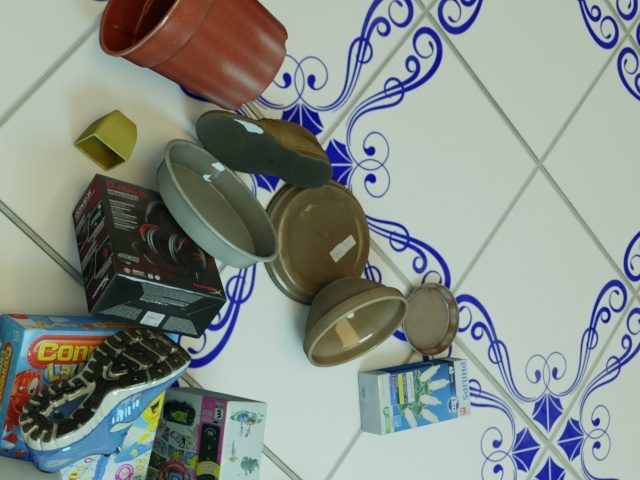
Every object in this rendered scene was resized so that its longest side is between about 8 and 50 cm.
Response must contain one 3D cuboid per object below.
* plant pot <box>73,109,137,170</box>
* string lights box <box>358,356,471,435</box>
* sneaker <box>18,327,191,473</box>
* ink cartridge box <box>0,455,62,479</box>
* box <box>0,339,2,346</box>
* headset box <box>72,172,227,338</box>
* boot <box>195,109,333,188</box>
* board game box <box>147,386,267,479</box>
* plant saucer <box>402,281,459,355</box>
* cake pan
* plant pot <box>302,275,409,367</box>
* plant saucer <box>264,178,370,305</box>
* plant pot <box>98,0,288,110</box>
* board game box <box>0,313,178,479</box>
[{"bbox_3d":[-0.384,-0.191,1.827,0.081,0.082,0.083,41,56,-27],"label":"plant pot"},{"bbox_3d":[0.212,0.343,2.222,0.260,0.077,0.133,-5,91,-34],"label":"string lights box"},{"bbox_3d":[-0.353,0.265,1.647,0.330,0.130,0.147,-31,148,-39],"label":"sneaker"},{"bbox_3d":[-0.599,0.524,1.530,0.286,0.166,0.394,21,106,-31],"label":"ink cartridge box"},{"bbox_3d":[-0.667,0.108,1.531,0.262,0.127,0.231,-17,100,3],"label":"box"},{"bbox_3d":[-0.311,0.017,1.775,0.218,0.293,0.110,17,124,-34],"label":"headset box"},{"bbox_3d":[-0.118,-0.202,1.999,0.305,0.112,0.115,20,40,-31],"label":"boot"},{"bbox_3d":[-0.219,0.434,1.840,0.098,0.224,0.303,9,84,-43],"label":"board game box"},{"bbox_3d":[0.246,0.179,2.276,0.169,0.029,0.168,0,91,-33],"label":"plant saucer"},{"bbox_3d":[-0.197,-0.063,1.863,0.054,0.293,0.293,-40,118,18],"label":"cake pan"},{"bbox_3d":[0.056,0.152,2.069,0.237,0.237,0.109,-13,56,-33],"label":"plant pot"},{"bbox_3d":[0.000,0.000,2.105,0.278,0.041,0.277,1,89,-35],"label":"plant saucer"},{"bbox_3d":[-0.219,-0.391,1.843,0.265,0.272,0.272,31,73,-38],"label":"plant pot"},{"bbox_3d":[-0.422,0.286,1.719,0.308,0.086,0.301,6,101,-44],"label":"board game box"}]
